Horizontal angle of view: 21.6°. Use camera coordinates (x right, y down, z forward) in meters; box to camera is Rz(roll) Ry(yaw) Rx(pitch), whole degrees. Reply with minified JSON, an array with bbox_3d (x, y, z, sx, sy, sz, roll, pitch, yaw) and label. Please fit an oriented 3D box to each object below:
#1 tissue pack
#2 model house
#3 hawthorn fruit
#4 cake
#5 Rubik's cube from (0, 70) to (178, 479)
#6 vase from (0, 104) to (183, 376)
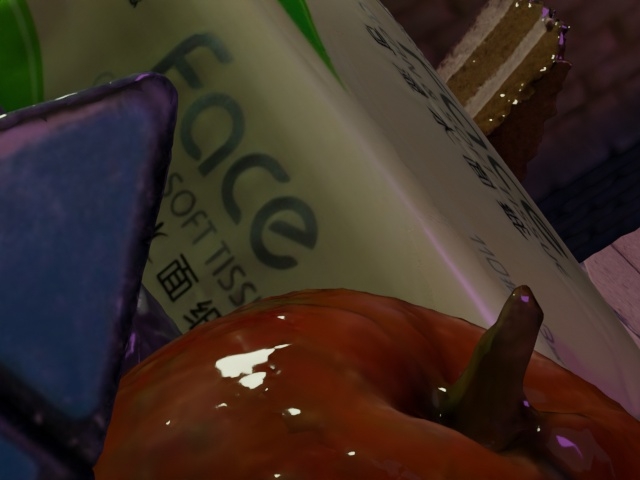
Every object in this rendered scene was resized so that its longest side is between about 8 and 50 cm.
[{"bbox_3d":[0.000,0.000,0.971,0.405,0.205,0.332,56,14,23],"label":"tissue pack"},{"bbox_3d":[0.133,-0.149,1.475,0.400,0.395,0.445,54,0,-27],"label":"model house"},{"bbox_3d":[0.009,0.143,0.549,0.275,0.299,0.275,21,22,-9],"label":"hawthorn fruit"},{"bbox_3d":[0.074,-0.046,1.186,0.113,0.295,0.116,17,26,-31],"label":"cake"},{"bbox_3d":[-0.172,0.085,0.449,0.228,0.228,0.233,15,54,16],"label":"Rubik's cube"},{"bbox_3d":[-0.157,0.004,0.656,0.301,0.156,0.251,48,-26,-25],"label":"vase"}]
